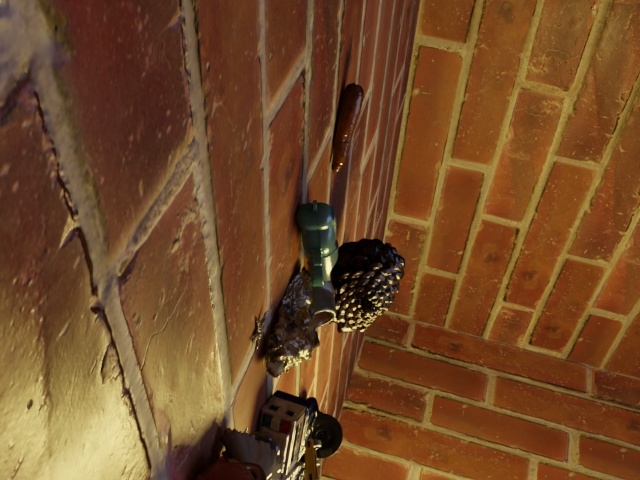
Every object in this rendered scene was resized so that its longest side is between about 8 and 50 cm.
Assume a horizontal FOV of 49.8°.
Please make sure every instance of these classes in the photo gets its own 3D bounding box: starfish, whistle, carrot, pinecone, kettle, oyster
[{"bbox_3d":[-0.130,0.194,1.474,0.092,0.016,0.086,-58,162,-69],"label":"starfish"},{"bbox_3d":[0.000,0.000,1.652,0.274,0.093,0.186,82,4,-50],"label":"whistle"},{"bbox_3d":[0.065,-0.291,1.804,0.059,0.059,0.248,-50,155,-69],"label":"carrot"},{"bbox_3d":[0.126,0.124,2.147,0.298,0.242,0.296,-58,-179,26],"label":"pinecone"},{"bbox_3d":[-0.020,0.643,2.372,0.232,0.143,0.202,124,-49,-74],"label":"kettle"},{"bbox_3d":[-0.052,0.220,1.694,0.355,0.106,0.201,-64,161,-50],"label":"oyster"}]

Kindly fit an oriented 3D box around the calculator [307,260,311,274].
[{"bbox_3d":[-0.016,0.070,1.820,0.172,0.018,0.057,-49,119,-85],"label":"calculator"}]

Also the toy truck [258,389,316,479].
[{"bbox_3d":[-0.105,0.543,1.788,0.155,0.124,0.268,-28,129,-68],"label":"toy truck"}]

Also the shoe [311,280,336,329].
[{"bbox_3d":[-0.002,0.185,1.941,0.103,0.100,0.251,86,23,-58],"label":"shoe"}]

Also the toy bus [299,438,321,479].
[{"bbox_3d":[-0.066,0.723,2.122,0.331,0.151,0.145,90,-4,-58],"label":"toy bus"}]

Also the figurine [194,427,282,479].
[{"bbox_3d":[-0.153,0.472,1.290,0.387,0.166,0.207,-24,111,-82],"label":"figurine"}]
